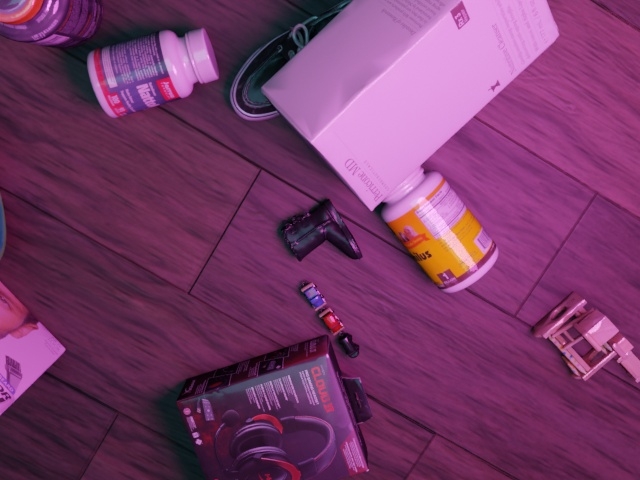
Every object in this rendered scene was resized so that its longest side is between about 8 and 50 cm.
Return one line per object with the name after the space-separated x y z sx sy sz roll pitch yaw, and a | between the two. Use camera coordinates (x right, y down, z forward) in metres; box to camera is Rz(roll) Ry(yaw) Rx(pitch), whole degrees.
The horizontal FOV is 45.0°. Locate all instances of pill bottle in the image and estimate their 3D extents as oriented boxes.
-0.405 -0.346 1.103 0.130 0.245 0.130 0 101 -1 | pill bottle
-0.254 -0.263 1.189 0.180 0.108 0.108 -16 101 3 | pill bottle
0.178 -0.029 1.232 0.117 0.117 0.215 -39 98 7 | pill bottle

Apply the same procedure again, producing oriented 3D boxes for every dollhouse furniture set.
0.455 0.198 1.254 0.101 0.161 0.182 -43 97 7 | dollhouse furniture set

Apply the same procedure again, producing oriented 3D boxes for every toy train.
0.017 0.135 1.303 0.027 0.036 0.158 -34 99 6 | toy train

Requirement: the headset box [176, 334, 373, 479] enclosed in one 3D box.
-0.062 0.303 1.298 0.293 0.110 0.218 -17 100 3 | headset box

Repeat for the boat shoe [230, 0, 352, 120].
-0.009 -0.285 1.188 0.306 0.105 0.113 -28 100 5 | boat shoe

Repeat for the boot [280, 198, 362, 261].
0.000 0.000 1.274 0.099 0.045 0.121 -32 92 3 | boot

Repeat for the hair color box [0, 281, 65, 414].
-0.536 0.186 1.157 0.110 0.339 0.185 -40 99 8 | hair color box

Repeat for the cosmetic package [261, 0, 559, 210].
0.131 -0.255 1.111 0.385 0.156 0.217 -45 142 4 | cosmetic package

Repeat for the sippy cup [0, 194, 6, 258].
-0.626 -0.048 1.153 0.224 0.305 0.240 -15 115 -4 | sippy cup
